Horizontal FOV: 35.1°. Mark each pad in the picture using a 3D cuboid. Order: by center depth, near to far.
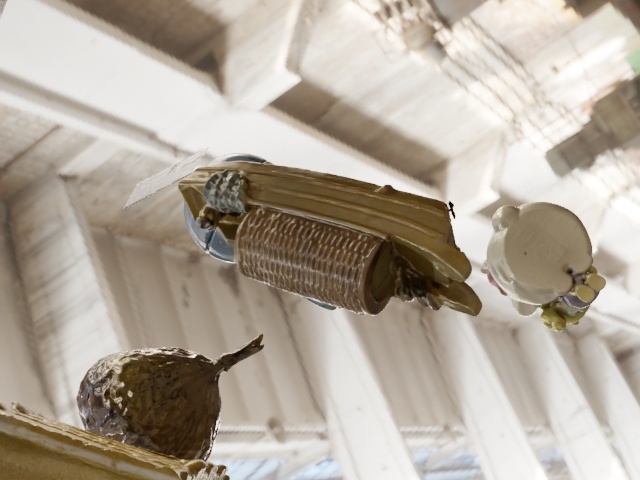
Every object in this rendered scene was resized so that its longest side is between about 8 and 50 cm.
[{"bbox_3d":[-0.288,-0.113,1.870,0.004,0.156,0.232,60,161,0],"label":"pad"}]

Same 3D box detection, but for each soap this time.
[{"bbox_3d":[-0.322,0.341,1.437,0.335,0.156,0.293,16,172,7],"label":"soap"}]

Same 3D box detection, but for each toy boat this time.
[{"bbox_3d":[0.000,0.000,0.911,0.115,0.310,0.089,-58,-29,-32],"label":"toy boat"}]

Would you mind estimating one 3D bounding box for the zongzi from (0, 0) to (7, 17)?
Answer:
[{"bbox_3d":[-0.346,-0.334,1.150,0.286,0.288,0.134,100,160,-54],"label":"zongzi"}]

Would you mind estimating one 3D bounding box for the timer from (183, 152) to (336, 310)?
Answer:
[{"bbox_3d":[-0.069,-0.029,1.445,0.255,0.175,0.175,21,-147,-14],"label":"timer"}]

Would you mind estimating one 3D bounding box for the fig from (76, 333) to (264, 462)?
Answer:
[{"bbox_3d":[-0.260,0.279,1.925,0.286,0.369,0.286,52,-179,-2],"label":"fig"}]

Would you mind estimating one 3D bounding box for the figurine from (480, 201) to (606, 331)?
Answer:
[{"bbox_3d":[0.277,0.036,1.290,0.155,0.127,0.235,29,173,10],"label":"figurine"}]
